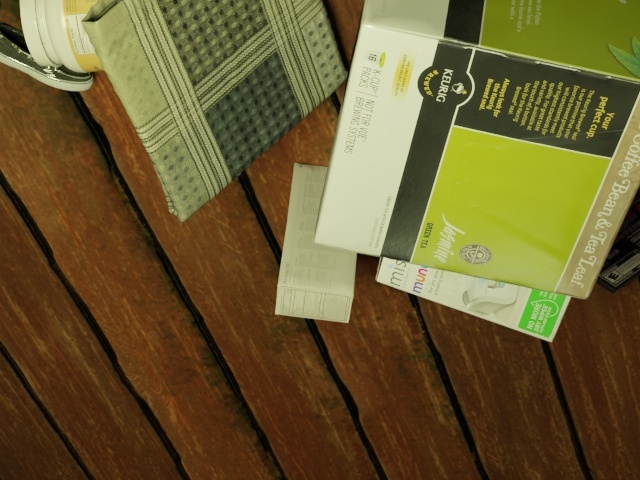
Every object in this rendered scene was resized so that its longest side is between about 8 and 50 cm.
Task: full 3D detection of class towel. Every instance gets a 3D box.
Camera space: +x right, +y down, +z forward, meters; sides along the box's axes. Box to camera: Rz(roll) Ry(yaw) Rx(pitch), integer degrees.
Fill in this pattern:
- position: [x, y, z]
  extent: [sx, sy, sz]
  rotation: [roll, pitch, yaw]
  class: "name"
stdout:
- position: [-0.115, -0.227, 1.640]
  extent: [0.056, 0.312, 0.324]
  rotation: [28, 151, 38]
  class: "towel"

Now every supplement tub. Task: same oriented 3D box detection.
- position: [-0.243, -0.277, 1.683]
  extent: [0.199, 0.144, 0.144]
  rotation: [-3, 133, 10]
  class: "supplement tub"

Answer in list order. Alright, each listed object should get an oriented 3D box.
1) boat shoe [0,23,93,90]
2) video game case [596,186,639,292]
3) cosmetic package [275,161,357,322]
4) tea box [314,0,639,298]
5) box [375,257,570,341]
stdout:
- position: [-0.357, -0.234, 1.803]
  extent: [0.142, 0.049, 0.040]
  rotation: [21, 132, -10]
  class: "boat shoe"
- position: [0.402, -0.066, 1.889]
  extent: [0.248, 0.035, 0.275]
  rotation: [31, 130, -22]
  class: "video game case"
- position: [0.000, 0.000, 1.853]
  extent: [0.099, 0.239, 0.060]
  rotation: [9, 134, -1]
  class: "cosmetic package"
- position: [0.185, -0.144, 1.519]
  extent: [0.323, 0.220, 0.329]
  rotation: [13, 138, 0]
  class: "tea box"
- position: [0.217, -0.026, 1.757]
  extent: [0.231, 0.262, 0.127]
  rotation: [20, 128, 6]
  class: "box"
